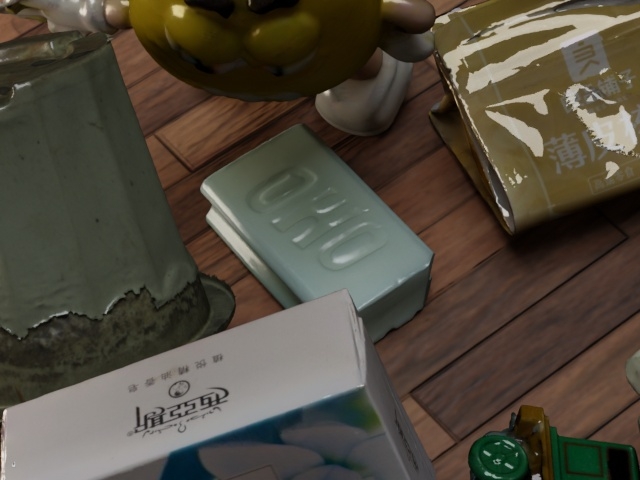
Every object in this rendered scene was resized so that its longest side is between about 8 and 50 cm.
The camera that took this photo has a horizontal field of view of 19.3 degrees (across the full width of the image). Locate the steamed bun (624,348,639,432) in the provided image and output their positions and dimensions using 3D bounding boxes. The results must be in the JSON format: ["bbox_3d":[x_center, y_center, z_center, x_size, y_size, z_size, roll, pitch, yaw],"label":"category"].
[{"bbox_3d":[0.381,0.161,1.334,0.280,0.207,0.268,-21,93,-25],"label":"steamed bun"}]

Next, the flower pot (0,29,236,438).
[{"bbox_3d":[-0.229,-0.016,1.477,0.290,0.259,0.290,-12,19,4],"label":"flower pot"}]

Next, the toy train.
[{"bbox_3d":[0.165,0.212,1.328,0.136,0.091,0.227,4,43,-5],"label":"toy train"}]

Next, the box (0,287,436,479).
[{"bbox_3d":[-0.066,0.182,1.361,0.274,0.203,0.116,-19,37,7],"label":"box"}]

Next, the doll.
[{"bbox_3d":[-0.062,-0.186,1.583,0.348,0.423,0.161,-4,79,39],"label":"doll"}]

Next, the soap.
[{"bbox_3d":[0.000,0.000,1.626,0.119,0.066,0.198,-33,58,-17],"label":"soap"}]

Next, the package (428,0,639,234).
[{"bbox_3d":[0.260,-0.164,1.647,0.311,0.165,0.221,-20,40,-7],"label":"package"}]
